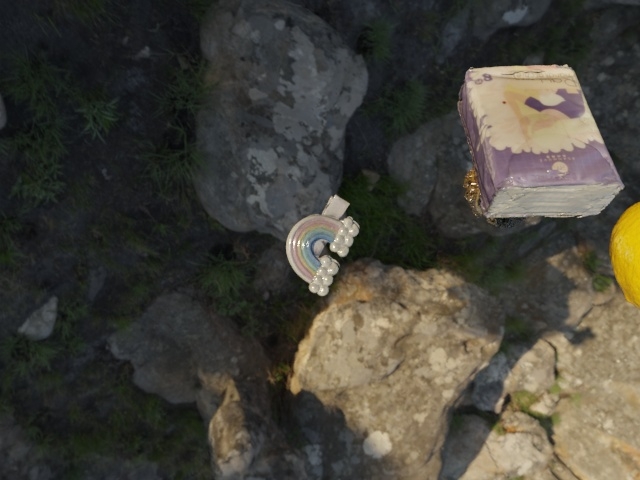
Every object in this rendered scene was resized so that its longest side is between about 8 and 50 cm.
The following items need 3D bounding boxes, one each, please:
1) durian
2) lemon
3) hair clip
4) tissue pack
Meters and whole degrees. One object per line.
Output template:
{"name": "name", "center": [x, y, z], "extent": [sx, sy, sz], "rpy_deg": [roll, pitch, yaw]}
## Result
{"name": "durian", "center": [0.436, -0.132, 1.178], "extent": [0.166, 0.196, 0.196], "rpy_deg": [-23, 140, -34]}
{"name": "lemon", "center": [0.344, 0.014, 0.471], "extent": [0.114, 0.155, 0.114], "rpy_deg": [9, 139, 7]}
{"name": "hair clip", "center": [0.000, 0.000, 1.097], "extent": [0.140, 0.054, 0.220], "rpy_deg": [30, 80, -11]}
{"name": "tissue pack", "center": [0.436, -0.214, 1.020], "extent": [0.242, 0.344, 0.125], "rpy_deg": [-2, 147, 0]}
